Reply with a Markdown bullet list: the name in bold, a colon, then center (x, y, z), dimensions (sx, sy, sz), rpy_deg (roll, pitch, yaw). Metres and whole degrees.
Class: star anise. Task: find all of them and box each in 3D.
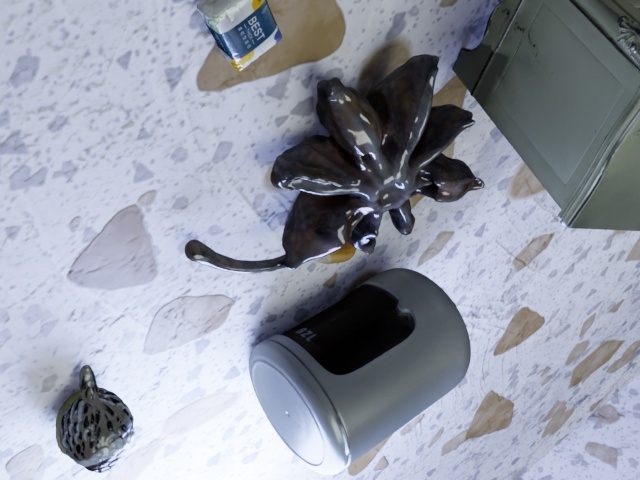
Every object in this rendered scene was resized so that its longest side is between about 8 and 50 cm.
- **star anise**: center (0.038, -0.092, 1.252), dimensions (0.359, 0.139, 0.316), rpy_deg (6, 117, -33)

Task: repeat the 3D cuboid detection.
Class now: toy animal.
- **toy animal**: center (-0.269, 0.220, 1.271), dimensions (0.098, 0.098, 0.137), rpy_deg (-21, 141, -34)

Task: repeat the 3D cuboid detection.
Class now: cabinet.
- **cabinet**: center (0.372, -0.197, 1.255), dimensions (0.290, 0.318, 0.227), rpy_deg (2, 130, -29)

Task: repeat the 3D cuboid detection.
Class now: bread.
- **bread**: center (-0.001, 0.001, 1.364), dimensions (0.103, 0.049, 0.062), rpy_deg (-8, 100, -43)

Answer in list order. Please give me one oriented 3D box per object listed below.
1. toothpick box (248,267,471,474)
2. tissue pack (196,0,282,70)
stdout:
- **toothpick box**: center (0.080, 0.179, 1.512), dimensions (0.316, 0.229, 0.229), rpy_deg (-29, 146, -26)
- **tissue pack**: center (-0.078, -0.215, 1.031), dimensions (0.062, 0.042, 0.083), rpy_deg (-38, 148, -7)
